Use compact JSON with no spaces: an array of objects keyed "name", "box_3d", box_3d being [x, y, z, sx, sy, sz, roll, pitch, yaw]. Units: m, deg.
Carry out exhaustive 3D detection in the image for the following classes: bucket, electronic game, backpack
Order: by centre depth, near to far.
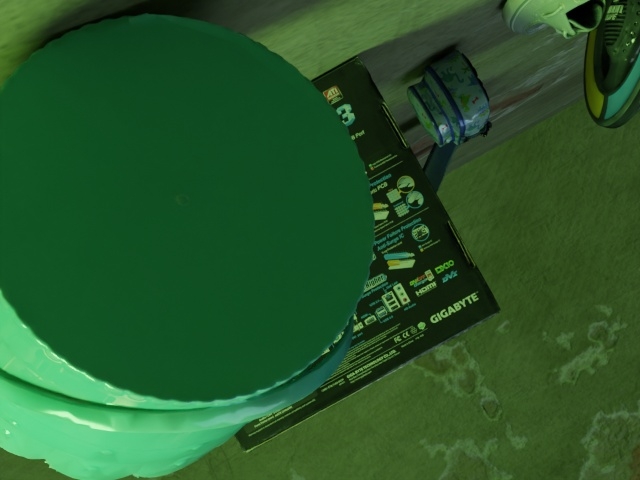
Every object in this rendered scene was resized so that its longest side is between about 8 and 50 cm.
[{"name":"bucket","box_3d":[-0.109,0.007,0.741,0.281,0.281,0.183,-27,173,-28]},{"name":"electronic game","box_3d":[0.328,-0.232,1.241,0.048,0.229,0.229,11,170,-6]},{"name":"backpack","box_3d":[0.158,-0.170,1.436,0.084,0.105,0.114,-30,171,-5]}]

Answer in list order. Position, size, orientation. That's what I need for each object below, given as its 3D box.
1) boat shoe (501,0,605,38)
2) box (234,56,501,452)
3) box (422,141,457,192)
[{"name":"boat shoe","box_3d":[0.264,-0.256,1.247,0.079,0.081,0.227,-28,176,-18]},{"name":"box","box_3d":[-0.017,0.014,1.181,0.296,0.293,0.073,-30,175,0]},{"name":"box","box_3d":[0.188,-0.122,1.885,0.136,0.037,0.225,91,23,-86]}]
